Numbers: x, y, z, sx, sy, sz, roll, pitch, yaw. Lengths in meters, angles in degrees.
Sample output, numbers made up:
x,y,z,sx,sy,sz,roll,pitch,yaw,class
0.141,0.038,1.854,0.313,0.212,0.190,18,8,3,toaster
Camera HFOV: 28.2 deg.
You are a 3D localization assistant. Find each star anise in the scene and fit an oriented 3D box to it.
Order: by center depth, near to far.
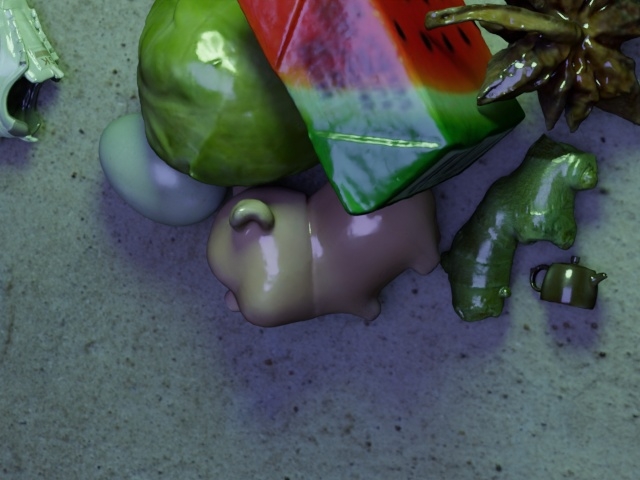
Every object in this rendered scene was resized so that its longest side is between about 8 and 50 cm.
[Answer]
x,y,z,sx,sy,sz,roll,pitch,yaw,class
0.306,-0.264,1.616,0.349,0.109,0.292,34,67,-22,star anise

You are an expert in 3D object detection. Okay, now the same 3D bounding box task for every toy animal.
x,y,z,sx,sy,sz,roll,pitch,yaw,class
0.000,0.000,1.769,0.326,0.237,0.269,-41,103,15,toy animal

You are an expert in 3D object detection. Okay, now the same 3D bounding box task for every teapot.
x,y,z,sx,sy,sz,roll,pitch,yaw,class
0.337,0.054,1.746,0.121,0.076,0.068,10,89,44,teapot

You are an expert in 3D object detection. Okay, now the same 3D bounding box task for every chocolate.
x,y,z,sx,sy,sz,roll,pitch,yaw,class
0.086,-0.232,1.623,0.161,0.360,0.341,-28,88,28,chocolate

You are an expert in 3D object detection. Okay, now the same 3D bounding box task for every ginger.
x,y,z,sx,sy,sz,roll,pitch,yaw,class
0.269,-0.016,1.744,0.137,0.089,0.290,46,106,8,ginger

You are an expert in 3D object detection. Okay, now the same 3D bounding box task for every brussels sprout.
x,y,z,sx,sy,sz,roll,pitch,yaw,class
-0.110,-0.214,1.725,0.328,0.328,0.247,45,123,7,brussels sprout

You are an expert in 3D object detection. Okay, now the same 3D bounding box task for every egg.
x,y,z,sx,sy,sz,roll,pitch,yaw,class
-0.229,-0.107,1.849,0.209,0.151,0.151,32,104,19,egg

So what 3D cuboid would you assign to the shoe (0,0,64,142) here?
x,y,z,sx,sy,sz,roll,pitch,yaw,class
-0.455,-0.286,1.912,0.159,0.124,0.316,15,106,15,shoe
